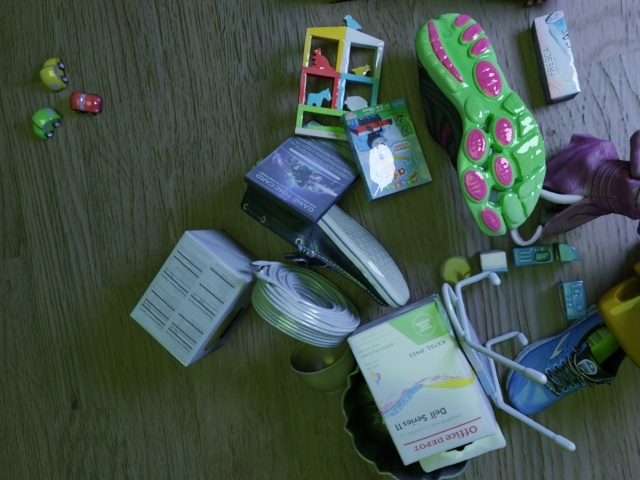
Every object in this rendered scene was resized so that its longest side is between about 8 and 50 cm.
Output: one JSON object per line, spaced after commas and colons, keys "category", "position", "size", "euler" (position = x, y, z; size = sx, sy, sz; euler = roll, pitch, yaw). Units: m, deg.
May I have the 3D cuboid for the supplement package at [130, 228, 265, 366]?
{"category": "supplement package", "position": [-0.292, 0.134, 1.242], "size": [0.198, 0.199, 0.263], "euler": [38, 101, 10]}

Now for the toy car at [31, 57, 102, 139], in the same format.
{"category": "toy car", "position": [-0.781, -0.394, 1.434], "size": [0.239, 0.053, 0.225], "euler": [43, 102, 10]}

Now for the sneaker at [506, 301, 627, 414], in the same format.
{"category": "sneaker", "position": [0.535, 0.258, 1.046], "size": [0.130, 0.147, 0.330], "euler": [45, 103, 10]}

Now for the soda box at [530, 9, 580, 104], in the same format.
{"category": "soda box", "position": [0.515, -0.398, 1.073], "size": [0.062, 0.058, 0.183], "euler": [-12, 89, 16]}

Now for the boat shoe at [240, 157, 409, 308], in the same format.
{"category": "boat shoe", "position": [0.000, 0.000, 1.173], "size": [0.500, 0.186, 0.156], "euler": [40, 107, 16]}

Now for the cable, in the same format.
{"category": "cable", "position": [-0.035, 0.149, 1.143], "size": [0.257, 0.257, 0.089], "euler": [39, 107, 27]}

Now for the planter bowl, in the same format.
{"category": "planter bowl", "position": [0.018, 0.306, 1.198], "size": [0.162, 0.162, 0.109], "euler": [-17, 114, 15]}

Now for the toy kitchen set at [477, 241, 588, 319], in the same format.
{"category": "toy kitchen set", "position": [0.463, 0.096, 1.072], "size": [0.207, 0.122, 0.166], "euler": [-8, 90, 16]}

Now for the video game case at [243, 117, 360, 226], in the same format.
{"category": "video game case", "position": [-0.018, -0.171, 1.151], "size": [0.196, 0.026, 0.274], "euler": [33, 55, 12]}

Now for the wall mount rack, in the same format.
{"category": "wall mount rack", "position": [0.364, 0.235, 0.967], "size": [0.130, 0.304, 0.350], "euler": [-23, 120, 19]}

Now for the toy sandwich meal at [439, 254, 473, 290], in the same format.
{"category": "toy sandwich meal", "position": [0.325, 0.075, 1.160], "size": [0.085, 0.029, 0.086], "euler": [0, 90, 20]}

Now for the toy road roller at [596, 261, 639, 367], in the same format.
{"category": "toy road roller", "position": [0.665, 0.106, 0.924], "size": [0.240, 0.329, 0.203], "euler": [-35, 82, 25]}

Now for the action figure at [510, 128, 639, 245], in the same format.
{"category": "action figure", "position": [0.548, -0.109, 0.912], "size": [0.275, 0.370, 0.248], "euler": [-19, 101, -5]}

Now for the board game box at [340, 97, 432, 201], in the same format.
{"category": "board game box", "position": [0.155, -0.215, 1.155], "size": [0.160, 0.039, 0.212], "euler": [-18, 88, -14]}

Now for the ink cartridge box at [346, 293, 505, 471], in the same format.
{"category": "ink cartridge box", "position": [0.227, 0.317, 1.020], "size": [0.207, 0.119, 0.354], "euler": [-27, 85, 14]}

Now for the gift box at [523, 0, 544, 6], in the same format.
{"category": "gift box", "position": [0.418, -0.658, 0.996], "size": [0.276, 0.258, 0.255], "euler": [24, 101, 33]}

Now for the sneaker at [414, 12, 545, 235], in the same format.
{"category": "sneaker", "position": [0.335, -0.244, 1.051], "size": [0.185, 0.202, 0.483], "euler": [-15, 80, 6]}

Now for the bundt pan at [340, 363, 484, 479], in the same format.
{"category": "bundt pan", "position": [0.219, 0.386, 1.150], "size": [0.330, 0.124, 0.331], "euler": [0, 92, 15]}

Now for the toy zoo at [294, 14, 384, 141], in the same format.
{"category": "toy zoo", "position": [0.047, -0.391, 1.179], "size": [0.192, 0.030, 0.293], "euler": [6, 93, -8]}

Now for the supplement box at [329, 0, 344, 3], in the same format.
{"category": "supplement box", "position": [0.097, -0.690, 1.141], "size": [0.191, 0.129, 0.194], "euler": [0, 92, 15]}
